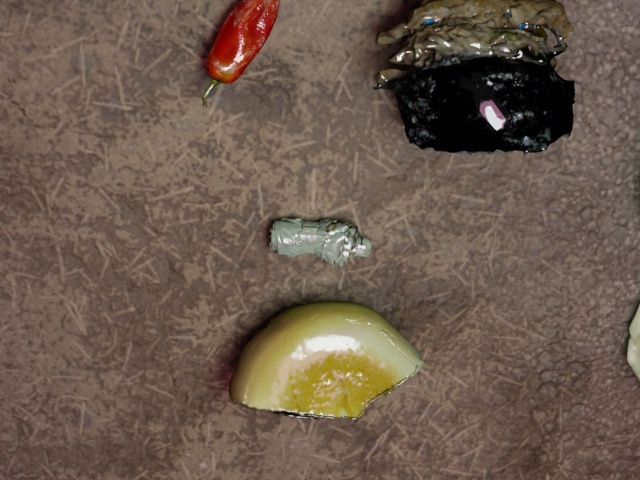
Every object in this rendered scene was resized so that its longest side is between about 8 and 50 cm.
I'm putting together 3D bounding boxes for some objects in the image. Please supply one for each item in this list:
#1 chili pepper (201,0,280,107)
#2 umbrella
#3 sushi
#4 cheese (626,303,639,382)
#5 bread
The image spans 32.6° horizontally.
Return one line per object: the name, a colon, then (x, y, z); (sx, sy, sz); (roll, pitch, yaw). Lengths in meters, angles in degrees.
chili pepper: (-0.105, -0.256, 1.406); (0.059, 0.050, 0.191); (33, 91, -14)
umbrella: (0.000, 0.000, 1.509); (0.143, 0.062, 0.067); (9, 78, -4)
sushi: (0.204, -0.224, 1.374); (0.238, 0.225, 0.218); (-11, 105, -38)
cheese: (0.585, 0.136, 1.598); (0.233, 0.127, 0.266); (11, 111, -13)
bread: (0.008, 0.157, 1.528); (0.261, 0.158, 0.156); (6, 99, -9)
